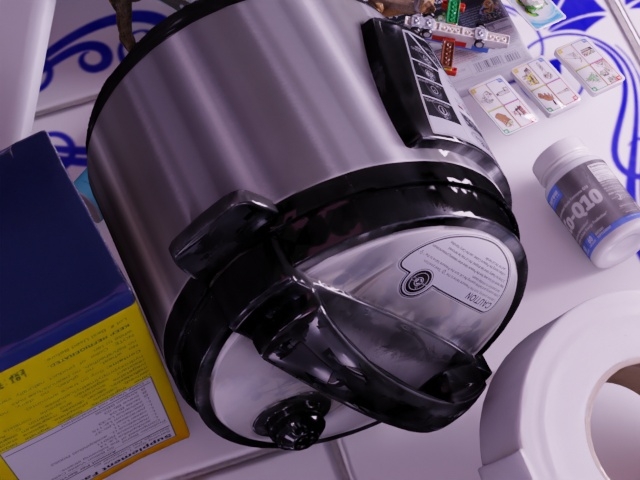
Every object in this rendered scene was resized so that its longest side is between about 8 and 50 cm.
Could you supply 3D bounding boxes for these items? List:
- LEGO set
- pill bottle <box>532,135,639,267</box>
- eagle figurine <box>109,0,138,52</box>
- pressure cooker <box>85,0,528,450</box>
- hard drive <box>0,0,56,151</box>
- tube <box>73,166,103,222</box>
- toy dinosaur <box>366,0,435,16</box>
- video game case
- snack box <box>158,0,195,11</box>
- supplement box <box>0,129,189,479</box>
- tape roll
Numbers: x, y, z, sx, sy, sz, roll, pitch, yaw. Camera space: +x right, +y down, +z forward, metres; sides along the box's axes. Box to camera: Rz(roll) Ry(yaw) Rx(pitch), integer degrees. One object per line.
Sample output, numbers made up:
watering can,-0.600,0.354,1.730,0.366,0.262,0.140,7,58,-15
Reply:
LEGO set,0.210,-0.227,1.724,0.182,0.060,0.244,-26,63,-24
pill bottle,0.296,-0.044,1.609,0.078,0.078,0.137,-27,62,-11
eagle figurine,-0.345,-0.374,1.730,0.298,0.226,0.225,32,27,20
pressure cooker,-0.003,0.004,1.428,0.370,0.375,0.420,-12,52,-21
hard drive,-0.421,-0.158,1.650,0.203,0.040,0.307,12,94,10
tube,-0.211,-0.108,1.698,0.080,0.052,0.207,34,61,10
toy dinosaur,0.067,-0.293,1.746,0.112,0.064,0.211,-1,25,-22
video game case,0.137,-0.242,1.763,0.190,0.022,0.173,-20,62,-6
snack box,-0.111,-0.333,1.693,0.322,0.060,0.187,28,57,-32
supplement box,-0.275,0.094,1.407,0.194,0.356,0.195,-27,63,-10
tape roll,0.299,0.195,1.408,0.286,0.100,0.286,6,71,-16
